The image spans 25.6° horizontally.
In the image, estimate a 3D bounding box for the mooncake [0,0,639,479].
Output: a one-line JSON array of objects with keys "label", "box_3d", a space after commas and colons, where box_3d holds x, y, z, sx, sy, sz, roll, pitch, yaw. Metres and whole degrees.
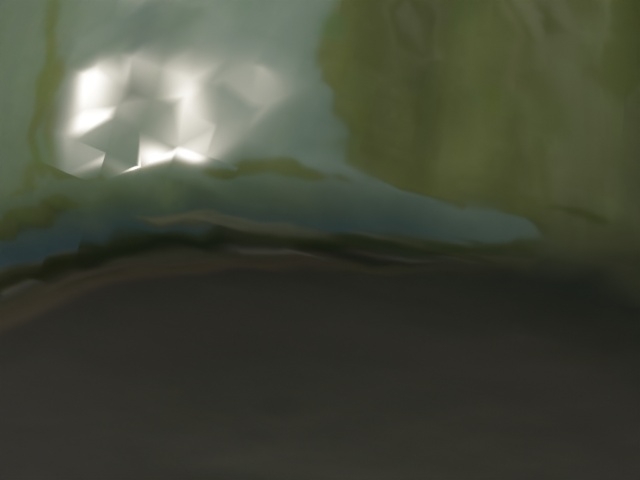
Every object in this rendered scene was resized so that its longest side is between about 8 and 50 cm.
[{"label": "mooncake", "box_3d": [0.000, 0.000, 0.524, 0.356, 0.356, 0.194, -28, 45, 46]}]
